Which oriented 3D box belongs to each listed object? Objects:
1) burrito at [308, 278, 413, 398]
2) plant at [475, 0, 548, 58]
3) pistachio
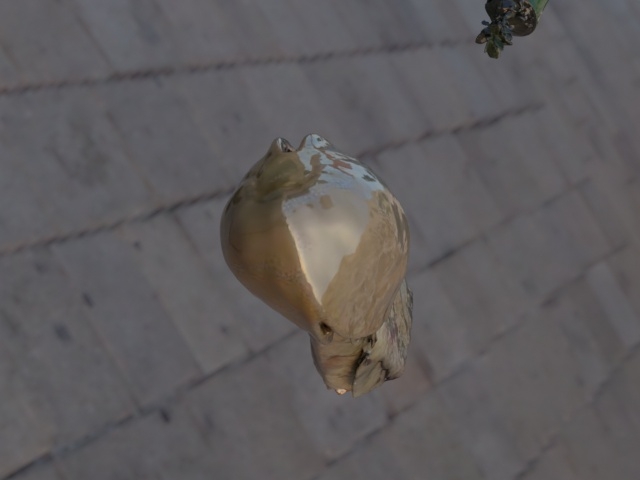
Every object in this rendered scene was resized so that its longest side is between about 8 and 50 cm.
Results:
[{"bbox_3d":[0.031,0.061,1.874,0.348,0.107,0.175,67,32,-70],"label":"burrito"},{"bbox_3d":[0.160,-0.189,1.636,0.051,0.051,0.102,52,51,-20],"label":"plant"},{"bbox_3d":[0.000,0.000,1.398,0.223,0.126,0.152,17,63,-75],"label":"pistachio"}]
